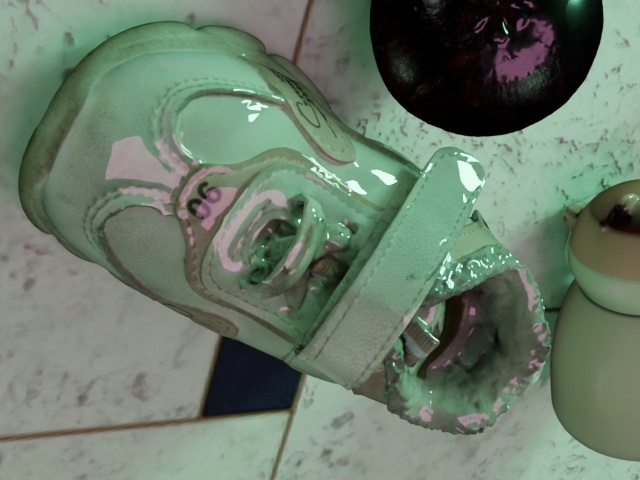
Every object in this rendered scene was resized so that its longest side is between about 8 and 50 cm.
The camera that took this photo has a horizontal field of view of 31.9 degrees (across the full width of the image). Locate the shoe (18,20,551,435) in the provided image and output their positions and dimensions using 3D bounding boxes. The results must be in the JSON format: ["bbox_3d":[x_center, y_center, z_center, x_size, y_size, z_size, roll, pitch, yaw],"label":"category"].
[{"bbox_3d":[0.001,-0.003,0.684,0.351,0.198,0.172,18,106,-41],"label":"shoe"}]

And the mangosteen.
[{"bbox_3d":[0.102,-0.137,0.715,0.152,0.152,0.152,-17,126,-24],"label":"mangosteen"}]

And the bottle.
[{"bbox_3d":[0.266,0.054,0.935,0.147,0.147,0.236,-22,126,-21],"label":"bottle"}]
